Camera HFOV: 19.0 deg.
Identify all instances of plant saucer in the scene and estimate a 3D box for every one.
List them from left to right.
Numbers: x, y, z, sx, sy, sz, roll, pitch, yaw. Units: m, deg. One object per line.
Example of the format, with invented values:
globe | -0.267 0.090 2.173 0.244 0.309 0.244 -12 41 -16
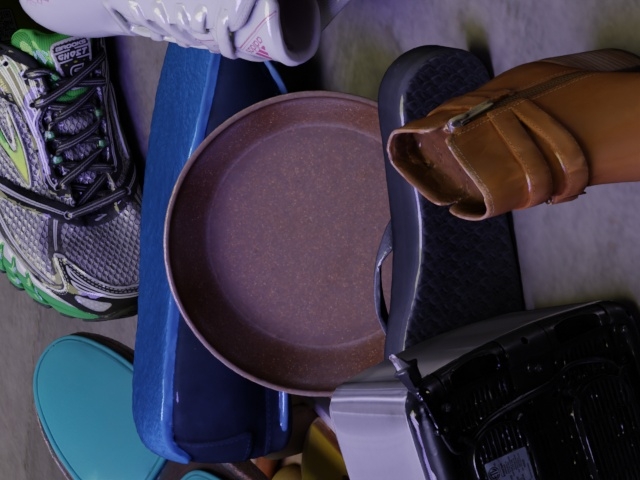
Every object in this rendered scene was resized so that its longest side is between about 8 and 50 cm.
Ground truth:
plant saucer | 0.000 0.000 1.223 0.036 0.199 0.198 -82 -21 -76

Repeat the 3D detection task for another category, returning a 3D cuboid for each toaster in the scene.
toaster | 0.109 0.125 1.101 0.110 0.168 0.185 -8 101 60

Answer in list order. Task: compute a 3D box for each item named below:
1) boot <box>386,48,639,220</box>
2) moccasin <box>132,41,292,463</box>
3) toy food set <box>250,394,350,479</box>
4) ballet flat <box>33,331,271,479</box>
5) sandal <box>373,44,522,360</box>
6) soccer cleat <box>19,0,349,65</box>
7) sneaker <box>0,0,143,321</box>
boot | 0.142 -0.044 0.961 0.197 0.152 0.073 17 121 54
moccasin | -0.058 -0.018 1.320 0.138 0.117 0.342 -169 86 -70
toy food set | -0.021 0.214 1.437 0.220 0.092 0.306 45 142 35
ballet flat | -0.092 0.181 1.373 0.316 0.107 0.106 41 -177 35
sandal | 0.072 0.006 1.173 0.054 0.097 0.254 16 110 53
soccer cleat | -0.071 -0.163 1.185 0.331 0.116 0.143 -19 73 41
sneaker | -0.220 -0.093 1.532 0.343 0.134 0.146 64 149 11
